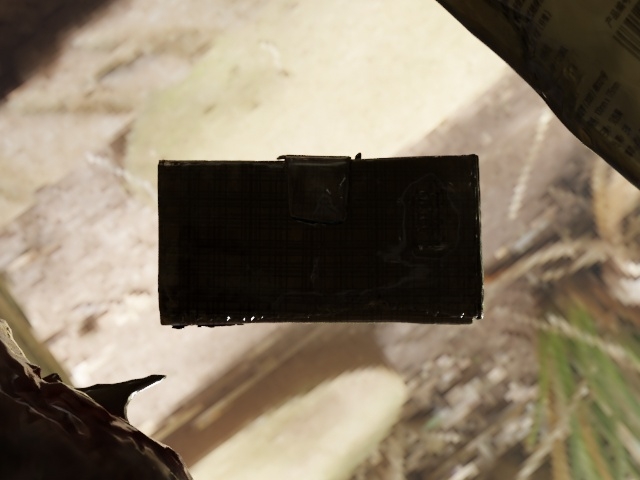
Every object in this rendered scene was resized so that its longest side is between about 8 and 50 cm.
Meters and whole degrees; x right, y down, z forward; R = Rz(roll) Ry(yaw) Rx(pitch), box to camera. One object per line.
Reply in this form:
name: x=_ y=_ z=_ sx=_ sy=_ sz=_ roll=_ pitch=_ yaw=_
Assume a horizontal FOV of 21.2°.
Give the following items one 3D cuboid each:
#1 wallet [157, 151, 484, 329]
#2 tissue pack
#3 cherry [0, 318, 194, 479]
wallet: x=0.000 y=0.000 z=1.205 sx=0.230 sy=0.124 sz=0.042 roll=0 pitch=-177 yaw=2
tissue pack: x=0.302 y=-0.243 z=1.677 sx=0.195 sy=0.390 sz=0.375 roll=-38 pitch=168 yaw=-40
cherry: x=-0.173 y=0.156 z=0.722 sx=0.300 sy=0.230 sz=0.203 roll=-57 pitch=-169 yaw=-26
